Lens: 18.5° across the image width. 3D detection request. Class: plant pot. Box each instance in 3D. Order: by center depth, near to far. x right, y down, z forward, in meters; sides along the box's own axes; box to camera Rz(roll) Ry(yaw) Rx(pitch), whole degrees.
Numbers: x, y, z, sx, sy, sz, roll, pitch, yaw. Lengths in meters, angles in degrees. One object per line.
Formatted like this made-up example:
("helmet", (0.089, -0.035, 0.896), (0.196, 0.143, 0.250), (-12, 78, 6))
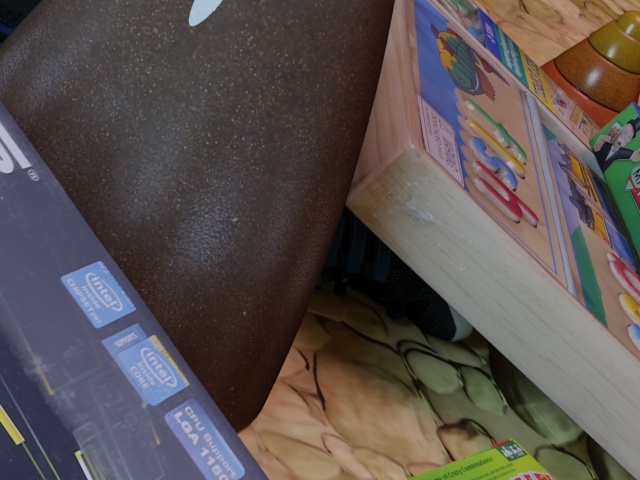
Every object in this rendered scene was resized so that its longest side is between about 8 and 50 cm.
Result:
("plant pot", (-0.064, -0.059, 0.939), (0.215, 0.230, 0.215), (27, 25, -14))

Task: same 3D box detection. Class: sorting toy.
("sorting toy", (0.312, -0.095, 1.568), (0.366, 0.126, 0.127), (15, 30, -32))

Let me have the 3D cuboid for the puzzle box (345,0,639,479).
("puzzle box", (0.125, -0.033, 1.222), (0.272, 0.052, 0.409), (43, 19, -18))

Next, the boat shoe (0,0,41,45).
("boat shoe", (-0.148, -0.127, 1.152), (0.228, 0.081, 0.068), (22, 30, -7))

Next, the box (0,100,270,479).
("box", (-0.153, 0.087, 0.609), (0.395, 0.097, 0.318), (55, 26, 5))

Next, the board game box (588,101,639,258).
("board game box", (0.318, 0.062, 1.298), (0.317, 0.046, 0.213), (36, 22, -26))

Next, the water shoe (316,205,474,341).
("water shoe", (0.000, 0.000, 1.116), (0.203, 0.080, 0.073), (45, -20, -13))

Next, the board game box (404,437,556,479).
("board game box", (0.069, 0.154, 0.926), (0.092, 0.043, 0.181), (43, 26, 22))
